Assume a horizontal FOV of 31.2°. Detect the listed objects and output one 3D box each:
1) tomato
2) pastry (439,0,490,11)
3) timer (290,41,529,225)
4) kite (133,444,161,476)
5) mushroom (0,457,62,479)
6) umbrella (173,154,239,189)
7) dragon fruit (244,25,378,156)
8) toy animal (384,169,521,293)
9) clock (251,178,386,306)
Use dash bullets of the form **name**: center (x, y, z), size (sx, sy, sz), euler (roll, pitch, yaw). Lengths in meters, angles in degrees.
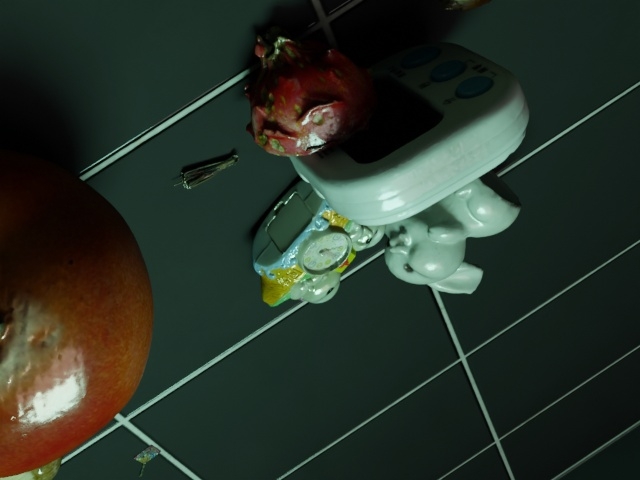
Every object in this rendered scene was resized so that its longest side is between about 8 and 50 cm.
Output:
- **tomato**: center (-0.314, 0.072, 1.115), size (0.321, 0.321, 0.321), euler (-24, 147, -17)
- **pastry**: center (0.179, -0.309, 1.207), size (0.153, 0.081, 0.153), euler (-35, 174, -4)
- **timer**: center (0.091, -0.119, 1.254), size (0.237, 0.262, 0.087), euler (-32, 119, -5)
- **kite**: center (-0.266, 0.340, 1.779), size (0.044, 0.002, 0.078), euler (-24, 146, -16)
- **mushroom**: center (-0.449, 0.267, 1.369), size (0.297, 0.163, 0.278), euler (-1, 127, -42)
- **umbrella**: center (-0.132, -0.079, 1.326), size (0.083, 0.020, 0.031), euler (-30, 149, -18)
- **dragon fruit**: center (-0.017, -0.171, 1.210), size (0.153, 0.153, 0.111), euler (-30, 131, -8)
- **toy animal**: center (0.185, -0.022, 1.594), size (0.178, 0.127, 0.193), euler (5, 129, -48)
- **clock**: center (0.000, 0.000, 1.473), size (0.144, 0.103, 0.231), euler (23, 117, -45)
